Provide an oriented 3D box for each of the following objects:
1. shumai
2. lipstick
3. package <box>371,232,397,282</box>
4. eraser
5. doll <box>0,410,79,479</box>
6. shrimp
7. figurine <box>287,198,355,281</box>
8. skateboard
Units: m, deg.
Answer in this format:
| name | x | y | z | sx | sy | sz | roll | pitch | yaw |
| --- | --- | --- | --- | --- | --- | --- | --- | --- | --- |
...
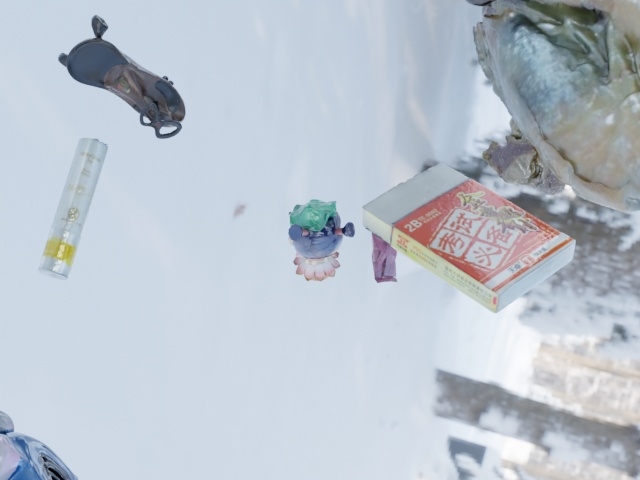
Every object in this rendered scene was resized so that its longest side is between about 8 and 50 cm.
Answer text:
| name | x | y | z | sx | sy | sz | roll | pitch | yaw |
| --- | --- | --- | --- | --- | --- | --- | --- | --- | --- |
| shumai | 0.337 | -0.129 | 1.702 | 0.105 | 0.139 | 0.123 | -47 | -170 | -9 |
| lipstick | -0.453 | -0.060 | 1.966 | 0.059 | 0.059 | 0.264 | 65 | 37 | -69 |
| package | 0.099 | 0.025 | 1.644 | 0.059 | 0.029 | 0.083 | 4 | 80 | -52 |
| eraser | 0.185 | -0.010 | 1.364 | 0.157 | 0.230 | 0.038 | -30 | 138 | -33 |
| doll | -0.393 | 0.352 | 1.133 | 0.310 | 0.284 | 0.240 | -39 | 166 | -2 |
| shrimp | 0.265 | -0.205 | 1.111 | 0.110 | 0.446 | 0.221 | 18 | 117 | -39 |
| figurine | 0.000 | 0.000 | 1.856 | 0.195 | 0.111 | 0.102 | 83 | -8 | -57 |
| skateboard | -0.202 | -0.164 | 1.140 | 0.067 | 0.151 | 0.080 | -44 | -146 | 18 |
